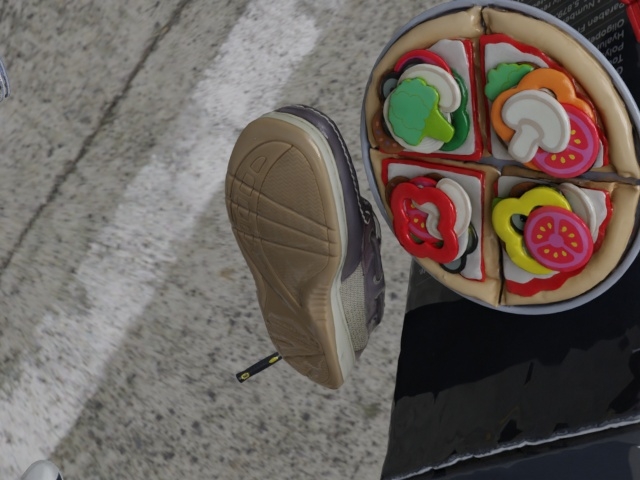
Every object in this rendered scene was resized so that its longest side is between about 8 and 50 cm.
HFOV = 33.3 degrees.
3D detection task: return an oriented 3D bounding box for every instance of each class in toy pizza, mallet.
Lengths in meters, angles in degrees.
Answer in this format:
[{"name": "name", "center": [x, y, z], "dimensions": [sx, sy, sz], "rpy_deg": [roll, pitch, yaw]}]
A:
[{"name": "toy pizza", "center": [0.100, -0.044, 0.643], "dimensions": [0.032, 0.201, 0.201], "rpy_deg": [-31, 103, -44]}, {"name": "mallet", "center": [-0.052, 0.195, 1.808], "dimensions": [0.190, 0.039, 0.062], "rpy_deg": [-37, 101, 5]}]

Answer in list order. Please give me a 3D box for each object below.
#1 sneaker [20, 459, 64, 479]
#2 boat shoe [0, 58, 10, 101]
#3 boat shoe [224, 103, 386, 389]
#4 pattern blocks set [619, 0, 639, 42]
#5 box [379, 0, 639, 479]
[{"name": "sneaker", "center": [-0.463, 0.460, 1.718], "dimensions": [0.094, 0.153, 0.235], "rpy_deg": [16, 65, -6]}, {"name": "boat shoe", "center": [-0.226, -0.100, 0.644], "dimensions": [0.066, 0.183, 0.066], "rpy_deg": [-26, 132, -22]}, {"name": "boat shoe", "center": [0.000, 0.000, 0.822], "dimensions": [0.092, 0.103, 0.285], "rpy_deg": [-48, 147, -32]}, {"name": "pattern blocks set", "center": [0.195, -0.297, 0.689], "dimensions": [0.285, 0.026, 0.325], "rpy_deg": [-36, 94, -39]}, {"name": "box", "center": [0.345, 0.022, 0.890], "dimensions": [0.480, 0.297, 0.471], "rpy_deg": [24, 58, -24]}]
